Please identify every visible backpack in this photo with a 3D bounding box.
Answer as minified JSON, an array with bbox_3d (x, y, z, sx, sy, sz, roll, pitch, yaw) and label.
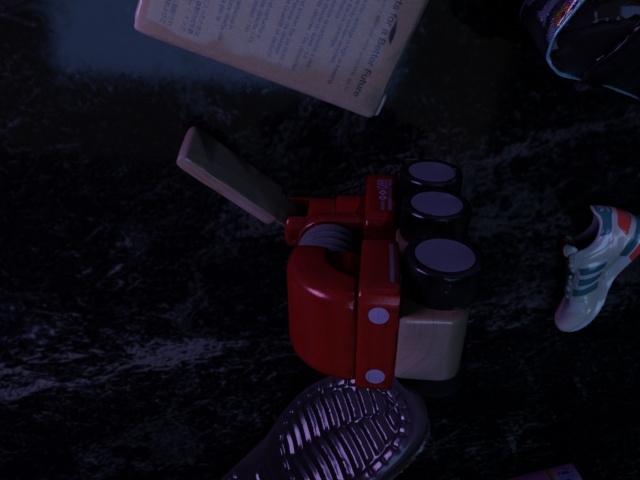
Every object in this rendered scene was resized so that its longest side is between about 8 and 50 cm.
[{"bbox_3d":[0.265,-0.212,0.424,0.166,0.144,0.188,14,141,-16],"label":"backpack"}]

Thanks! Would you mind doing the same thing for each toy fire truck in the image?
[{"bbox_3d":[0.000,0.000,0.486,0.247,0.217,0.158,3,122,5],"label":"toy fire truck"}]

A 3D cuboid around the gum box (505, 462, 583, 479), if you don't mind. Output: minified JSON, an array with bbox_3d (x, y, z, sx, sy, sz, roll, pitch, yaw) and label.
[{"bbox_3d":[0.359,0.447,0.903,0.107,0.062,0.188,-14,123,-1],"label":"gum box"}]

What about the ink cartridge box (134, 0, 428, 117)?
[{"bbox_3d":[-0.005,-0.234,0.402,0.193,0.088,0.234,16,117,-21],"label":"ink cartridge box"}]

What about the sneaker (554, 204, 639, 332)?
[{"bbox_3d":[0.296,0.029,0.647,0.075,0.057,0.161,21,118,-3],"label":"sneaker"}]

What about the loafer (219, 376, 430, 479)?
[{"bbox_3d":[0.000,0.279,0.714,0.130,0.133,0.366,17,130,-46],"label":"loafer"}]
